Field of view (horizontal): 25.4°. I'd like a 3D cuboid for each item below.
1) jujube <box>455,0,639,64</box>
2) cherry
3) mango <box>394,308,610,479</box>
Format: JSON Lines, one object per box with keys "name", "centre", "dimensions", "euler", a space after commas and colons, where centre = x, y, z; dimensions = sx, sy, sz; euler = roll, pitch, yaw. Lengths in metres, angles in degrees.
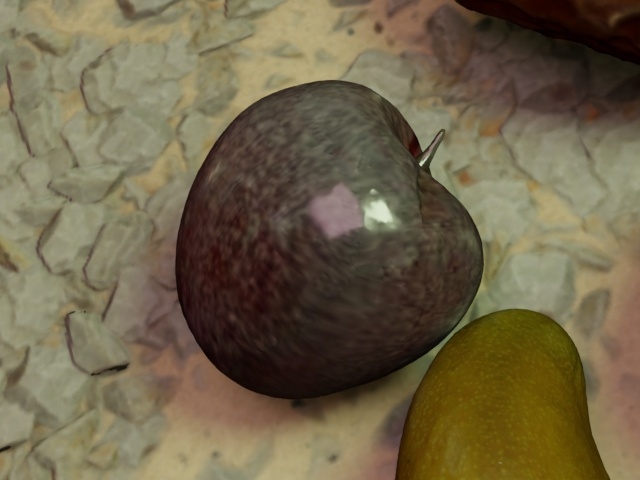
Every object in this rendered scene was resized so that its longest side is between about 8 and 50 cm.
{"name": "jujube", "centre": [0.196, -0.182, 0.758], "dimensions": [0.290, 0.197, 0.197], "euler": [3, 66, 34]}
{"name": "cherry", "centre": [-0.003, -0.002, 0.756], "dimensions": [0.176, 0.140, 0.176], "euler": [-12, 64, 26]}
{"name": "mango", "centre": [0.094, 0.127, 0.673], "dimensions": [0.099, 0.136, 0.227], "euler": [-31, 41, 33]}
